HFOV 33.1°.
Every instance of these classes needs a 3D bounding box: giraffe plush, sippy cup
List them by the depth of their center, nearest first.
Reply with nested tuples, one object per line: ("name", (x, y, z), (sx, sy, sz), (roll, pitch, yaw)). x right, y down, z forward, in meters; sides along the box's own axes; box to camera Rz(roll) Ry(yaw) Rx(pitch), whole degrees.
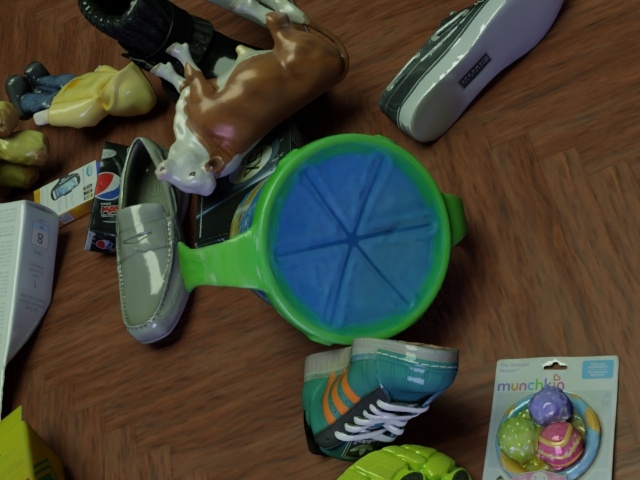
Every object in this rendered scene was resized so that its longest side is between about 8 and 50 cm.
("sippy cup", (0.000, 0.000, 1.269), (0.224, 0.305, 0.240), (-2, 64, 67))
("giraffe plush", (-0.555, -0.120, 1.691), (0.181, 0.210, 0.170), (-49, 18, 37))

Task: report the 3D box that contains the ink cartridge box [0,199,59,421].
("ink cartridge box", (-0.555, 0.146, 1.632), (0.308, 0.091, 0.385), (-7, 72, 26))

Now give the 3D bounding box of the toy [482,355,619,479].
("toy", (0.228, 0.216, 1.109), (0.137, 0.056, 0.237), (-5, 56, 26))

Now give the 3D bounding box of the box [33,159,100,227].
("box", (-0.389, -0.071, 1.701), (0.136, 0.028, 0.081), (-23, 49, 11))

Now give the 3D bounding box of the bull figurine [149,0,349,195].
("bull figurine", (-0.114, -0.200, 1.449), (0.310, 0.101, 0.188), (-36, 91, -9))

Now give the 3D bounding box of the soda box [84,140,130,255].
("soda box", (-0.313, -0.064, 1.616), (0.053, 0.060, 0.169), (11, 55, -13))

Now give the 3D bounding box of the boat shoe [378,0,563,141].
("boat shoe", (0.200, -0.266, 1.445), (0.301, 0.108, 0.102), (-48, 49, 2))

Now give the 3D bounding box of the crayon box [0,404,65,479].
("crayon box", (-0.401, 0.344, 1.285), (0.202, 0.081, 0.318), (-37, 25, -4))

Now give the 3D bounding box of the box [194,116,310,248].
("box", (-0.088, -0.062, 1.481), (0.147, 0.077, 0.180), (-16, 51, 20))

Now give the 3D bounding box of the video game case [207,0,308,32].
("video game case", (-0.122, -0.393, 1.663), (0.023, 0.201, 0.183), (-49, 42, 27))

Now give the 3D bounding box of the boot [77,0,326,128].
("boot", (-0.179, -0.279, 1.564), (0.348, 0.260, 0.131), (17, 69, 38))

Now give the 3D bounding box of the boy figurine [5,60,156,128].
("boy figurine", (-0.391, -0.239, 1.763), (0.285, 0.092, 0.177), (6, 37, 38))

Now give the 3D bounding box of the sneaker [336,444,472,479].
("sneaker", (0.030, 0.319, 1.116), (0.295, 0.123, 0.109), (-34, 60, -20))

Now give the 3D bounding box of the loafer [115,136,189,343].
("loafer", (-0.245, -0.005, 1.509), (0.112, 0.111, 0.319), (-20, 50, 17))

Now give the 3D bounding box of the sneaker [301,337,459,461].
("sneaker", (0.059, 0.173, 1.142), (0.302, 0.108, 0.121), (147, 130, -67))
